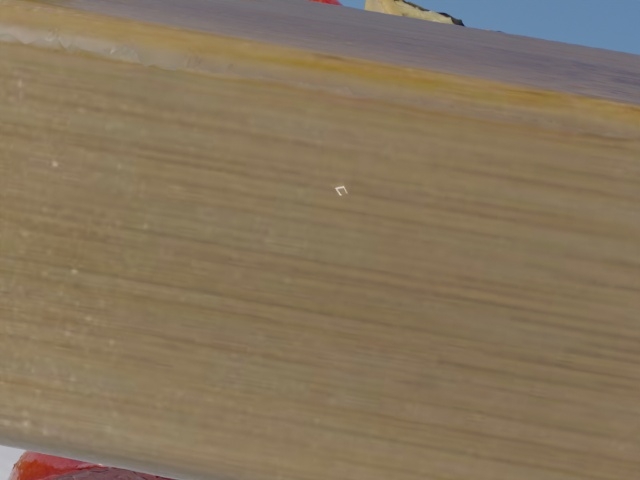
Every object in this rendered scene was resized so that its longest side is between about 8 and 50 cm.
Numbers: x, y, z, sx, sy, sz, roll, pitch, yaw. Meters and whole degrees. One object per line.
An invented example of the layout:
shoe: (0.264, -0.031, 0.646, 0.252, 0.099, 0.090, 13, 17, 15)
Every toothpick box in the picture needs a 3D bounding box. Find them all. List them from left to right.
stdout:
toothpick box: (0.000, 0.000, 0.601, 0.308, 0.188, 0.190, 10, 17, 2)

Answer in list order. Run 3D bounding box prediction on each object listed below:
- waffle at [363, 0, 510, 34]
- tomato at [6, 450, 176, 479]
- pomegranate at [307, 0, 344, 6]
waffle: (0.106, -0.100, 0.912, 0.152, 0.097, 0.023, -1, -44, -20)
tomato: (-0.129, 0.208, 1.228, 0.200, 0.233, 0.140, 5, 33, 0)
pomegranate: (-0.053, -0.106, 1.411, 0.221, 0.221, 0.257, 25, -3, 2)
